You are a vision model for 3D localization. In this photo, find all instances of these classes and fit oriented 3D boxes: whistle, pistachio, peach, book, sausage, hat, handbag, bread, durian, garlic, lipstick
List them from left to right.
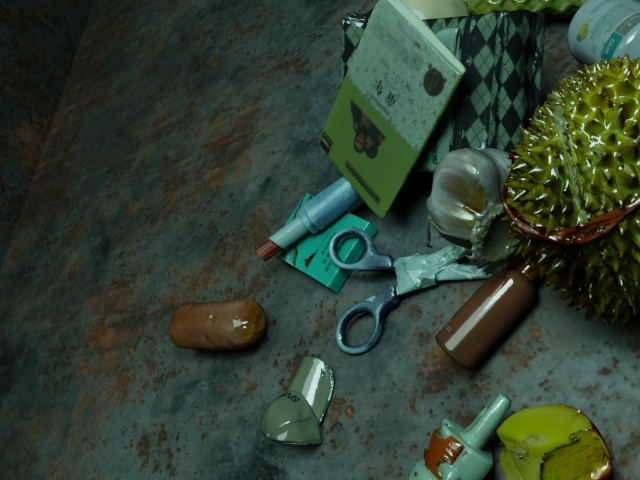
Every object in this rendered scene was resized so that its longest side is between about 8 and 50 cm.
[{"bbox_3d":[-0.222,0.187,1.524,0.259,0.113,0.113,-7,59,41],"label":"sausage"},{"bbox_3d":[-0.055,0.298,1.314,0.147,0.085,0.175,2,66,44],"label":"hat"},{"bbox_3d":[-0.029,-0.040,1.468,0.274,0.061,0.068,-36,46,15],"label":"lipstick"},{"bbox_3d":[0.119,-0.242,1.285,0.239,0.035,0.352,55,138,29],"label":"book"},{"bbox_3d":[0.205,-0.290,1.321,0.416,0.180,0.317,14,112,46],"label":"handbag"},{"bbox_3d":[0.236,-0.461,1.487,0.214,0.193,0.318,-24,60,2],"label":"pistachio"},{"bbox_3d":[0.203,0.333,1.042,0.253,0.106,0.102,-54,20,8],"label":"whistle"},{"bbox_3d":[0.245,-0.020,1.127,0.257,0.207,0.207,-56,34,40],"label":"garlic"},{"bbox_3d":[0.418,-0.479,1.360,0.269,0.087,0.098,4,63,24],"label":"bread"},{"bbox_3d":[0.322,0.296,0.958,0.151,0.118,0.151,-169,90,-68],"label":"peach"},{"bbox_3d":[0.410,-0.071,0.922,0.347,0.384,0.347,-15,56,23],"label":"durian"}]

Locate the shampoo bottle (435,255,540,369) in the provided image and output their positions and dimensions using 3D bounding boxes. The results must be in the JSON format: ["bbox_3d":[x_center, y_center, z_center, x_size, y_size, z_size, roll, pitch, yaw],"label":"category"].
[{"bbox_3d":[0.297,0.102,1.135,0.244,0.085,0.085,-46,42,4],"label":"shampoo bottle"}]

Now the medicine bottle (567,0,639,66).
[{"bbox_3d":[0.530,-0.322,1.164,0.135,0.135,0.215,-42,43,12],"label":"medicine bottle"}]

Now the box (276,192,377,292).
[{"bbox_3d":[0.000,0.000,1.496,0.226,0.042,0.161,29,83,47],"label":"box"}]

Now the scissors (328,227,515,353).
[{"bbox_3d":[0.183,0.063,1.282,0.383,0.029,0.256,-15,67,30],"label":"scissors"}]
